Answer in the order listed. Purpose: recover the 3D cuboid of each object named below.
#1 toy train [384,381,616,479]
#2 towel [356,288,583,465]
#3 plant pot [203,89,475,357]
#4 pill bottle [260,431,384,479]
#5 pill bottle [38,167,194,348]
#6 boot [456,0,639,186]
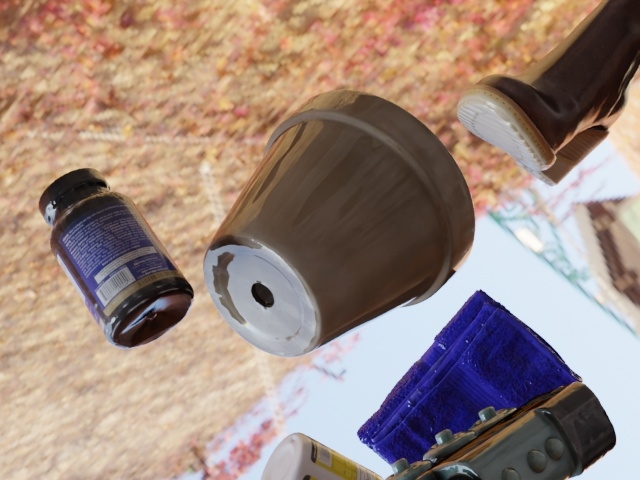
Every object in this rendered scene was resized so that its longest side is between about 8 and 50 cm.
[{"bbox_3d":[0.221,0.290,1.524,0.334,0.190,0.142,-23,-98,-40],"label":"toy train"},{"bbox_3d":[0.232,0.258,1.863,0.228,0.308,0.076,40,-177,-6],"label":"towel"},{"bbox_3d":[0.000,0.000,1.618,0.323,0.323,0.280,47,-131,3],"label":"plant pot"},{"bbox_3d":[0.014,0.207,0.972,0.116,0.065,0.065,32,-147,-18],"label":"pill bottle"},{"bbox_3d":[-0.263,0.018,1.521,0.123,0.123,0.219,-4,-129,-52],"label":"pill bottle"},{"bbox_3d":[0.213,-0.157,0.998,0.090,0.207,0.248,34,-174,22],"label":"boot"}]
